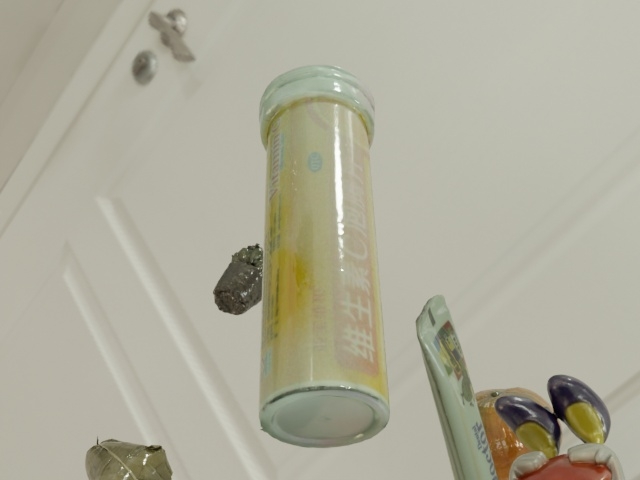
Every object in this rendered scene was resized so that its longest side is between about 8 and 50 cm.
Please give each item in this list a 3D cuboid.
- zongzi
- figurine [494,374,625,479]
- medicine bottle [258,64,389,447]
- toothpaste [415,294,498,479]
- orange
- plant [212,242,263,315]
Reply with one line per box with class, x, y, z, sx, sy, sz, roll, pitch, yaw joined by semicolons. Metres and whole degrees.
zongzi;-0.353;0.379;1.227;0.178;0.189;0.081;-31;114;-52
figurine;0.331;0.360;1.015;0.193;0.154;0.421;61;21;-20
medicine bottle;0.000;0.000;0.431;0.074;0.074;0.218;27;42;-30
toothpaste;0.124;0.172;0.685;0.067;0.037;0.255;-38;115;-56
orange;0.373;0.392;1.621;0.240;0.240;0.171;-22;96;-63
plant;-0.132;0.071;1.435;0.095;0.092;0.143;6;37;24
